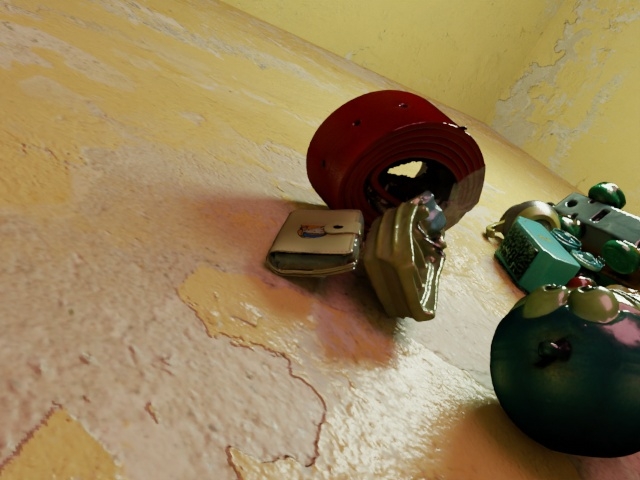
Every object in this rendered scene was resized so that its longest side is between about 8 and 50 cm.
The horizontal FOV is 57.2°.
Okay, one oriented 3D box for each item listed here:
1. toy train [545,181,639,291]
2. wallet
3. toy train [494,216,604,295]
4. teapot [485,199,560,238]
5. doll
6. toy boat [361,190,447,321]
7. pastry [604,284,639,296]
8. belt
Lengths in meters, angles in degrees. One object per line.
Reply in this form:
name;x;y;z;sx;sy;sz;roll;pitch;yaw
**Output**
toy train;0.688;0.029;1.359;0.429;0.178;0.249;39;-19;53
wallet;0.000;0.000;0.748;0.110;0.039;0.155;0;22;8
toy train;0.451;0.041;1.176;0.163;0.112;0.203;18;23;-17
teapot;0.454;-0.027;1.330;0.165;0.130;0.119;-5;12;-3
doll;0.316;0.154;0.676;0.198;0.186;0.322;-6;-23;44
toy boat;0.118;0.017;0.800;0.111;0.084;0.276;64;23;-16
pastry;0.545;0.199;0.924;0.329;0.136;0.330;27;21;-11
belt;0.135;-0.109;0.937;0.323;0.227;0.115;8;34;-41
